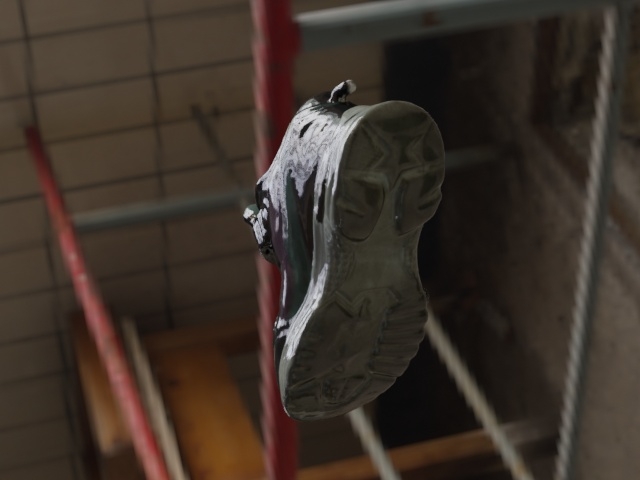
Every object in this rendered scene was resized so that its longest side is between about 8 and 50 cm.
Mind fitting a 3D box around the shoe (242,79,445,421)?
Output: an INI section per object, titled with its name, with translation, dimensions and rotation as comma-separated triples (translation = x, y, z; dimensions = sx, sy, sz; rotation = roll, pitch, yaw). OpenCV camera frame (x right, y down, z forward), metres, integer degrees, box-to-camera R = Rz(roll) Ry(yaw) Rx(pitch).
[shoe]
translation = 0.000, 0.000, 0.866
dimensions = 0.099, 0.071, 0.169
rotation = 36, 123, 47
